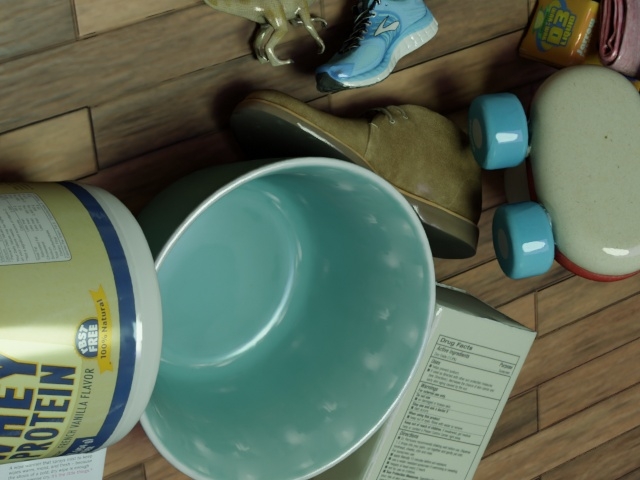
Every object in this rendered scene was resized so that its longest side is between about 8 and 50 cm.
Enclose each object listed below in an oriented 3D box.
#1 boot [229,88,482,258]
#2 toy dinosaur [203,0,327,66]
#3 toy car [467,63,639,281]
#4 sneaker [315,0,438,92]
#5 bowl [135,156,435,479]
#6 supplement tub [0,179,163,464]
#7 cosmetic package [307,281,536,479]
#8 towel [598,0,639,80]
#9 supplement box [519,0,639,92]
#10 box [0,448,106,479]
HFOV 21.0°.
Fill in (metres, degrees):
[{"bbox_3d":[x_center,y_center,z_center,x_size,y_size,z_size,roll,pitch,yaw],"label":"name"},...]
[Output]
[{"bbox_3d":[0.040,-0.088,1.638,0.305,0.112,0.115,27,69,-37],"label":"boot"},{"bbox_3d":[-0.046,-0.205,1.553,0.183,0.053,0.092,-19,106,-38],"label":"toy dinosaur"},{"bbox_3d":[0.252,-0.046,1.725,0.219,0.238,0.210,-9,77,-11],"label":"toy car"},{"bbox_3d":[0.041,-0.192,1.604,0.162,0.063,0.073,-44,119,-40],"label":"sneaker"},{"bbox_3d":[-0.067,0.054,1.562,0.312,0.163,0.311,-12,114,-30],"label":"bowl"},{"bbox_3d":[-0.309,0.070,1.352,0.316,0.228,0.228,-4,112,-36],"label":"supplement tub"},{"bbox_3d":[0.078,0.190,1.763,0.153,0.129,0.296,19,99,-39],"label":"cosmetic package"},{"bbox_3d":[0.409,-0.253,1.805,0.329,0.037,0.237,14,75,-40],"label":"towel"},{"bbox_3d":[0.318,-0.192,1.803,0.233,0.080,0.078,14,99,-38],"label":"supplement box"},{"bbox_3d":[-0.336,0.264,1.488,0.262,0.127,0.231,-4,112,-35],"label":"box"}]
